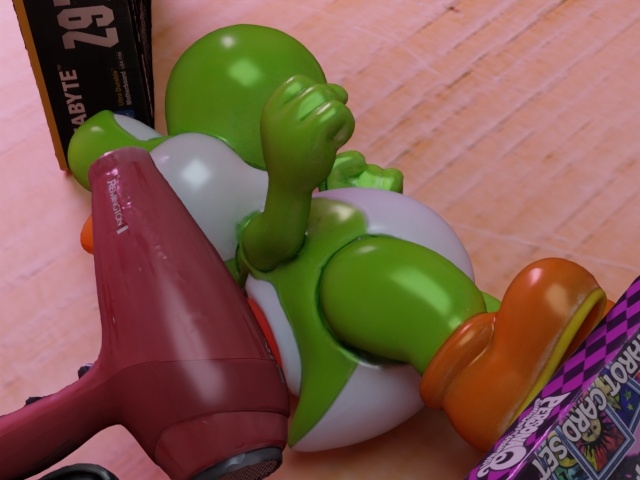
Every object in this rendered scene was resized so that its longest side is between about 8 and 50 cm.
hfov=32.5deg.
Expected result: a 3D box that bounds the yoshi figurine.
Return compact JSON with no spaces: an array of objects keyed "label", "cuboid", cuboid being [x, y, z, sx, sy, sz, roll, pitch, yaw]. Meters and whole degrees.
[{"label":"yoshi figurine","cuboid":[0.010,-0.026,0.653,0.362,0.204,0.203,28,40,27]}]

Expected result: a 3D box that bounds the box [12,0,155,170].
[{"label":"box","cuboid":[-0.171,-0.249,0.757,0.079,0.322,0.257,-7,49,-5]}]

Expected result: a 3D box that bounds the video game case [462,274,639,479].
[{"label":"video game case","cuboid":[0.148,0.162,0.483,0.232,0.042,0.210,-41,100,-28]}]

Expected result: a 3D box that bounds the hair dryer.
[{"label":"hair dryer","cuboid":[-0.127,0.088,0.558,0.223,0.080,0.294,14,74,12]}]
